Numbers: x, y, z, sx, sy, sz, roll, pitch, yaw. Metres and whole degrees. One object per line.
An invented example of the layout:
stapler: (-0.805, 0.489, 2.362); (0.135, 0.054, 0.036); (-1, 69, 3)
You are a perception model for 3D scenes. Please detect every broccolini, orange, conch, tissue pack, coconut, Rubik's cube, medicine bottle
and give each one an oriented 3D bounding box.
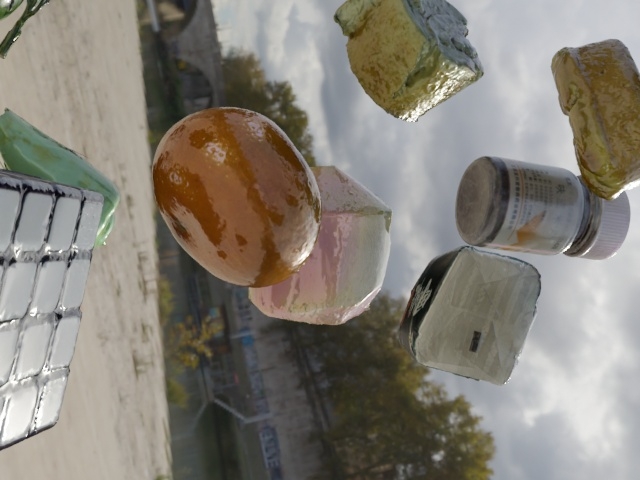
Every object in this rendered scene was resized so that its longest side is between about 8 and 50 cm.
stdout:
broccolini: (-0.394, -0.306, 1.028); (0.035, 0.140, 0.030); (37, -4, -42)
orange: (-0.100, -0.057, 0.975); (0.240, 0.171, 0.240); (36, -35, 30)
conch: (-0.410, -0.085, 1.165); (0.250, 0.137, 0.143); (45, 19, -17)
tissue pack: (0.122, 0.062, 0.663); (0.170, 0.090, 0.103); (90, 23, -86)
coconut: (0.000, 0.000, 1.246); (0.233, 0.233, 0.245); (-149, -115, -80)
Rubik's cube: (-0.503, 0.057, 0.918); (0.344, 0.344, 0.337); (6, 96, -84)
medicine bottle: (0.395, -0.054, 1.384); (0.165, 0.273, 0.165); (-173, -90, -76)

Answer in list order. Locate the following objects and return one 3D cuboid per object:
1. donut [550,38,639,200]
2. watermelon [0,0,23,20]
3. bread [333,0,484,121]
donut: (0.458, -0.203, 1.239); (0.208, 0.128, 0.261); (42, 35, -58)
watermelon: (-0.553, -0.447, 1.284); (0.127, 0.232, 0.204); (11, 79, -62)
bread: (0.133, -0.274, 1.067); (0.186, 0.124, 0.257); (57, 30, -4)
